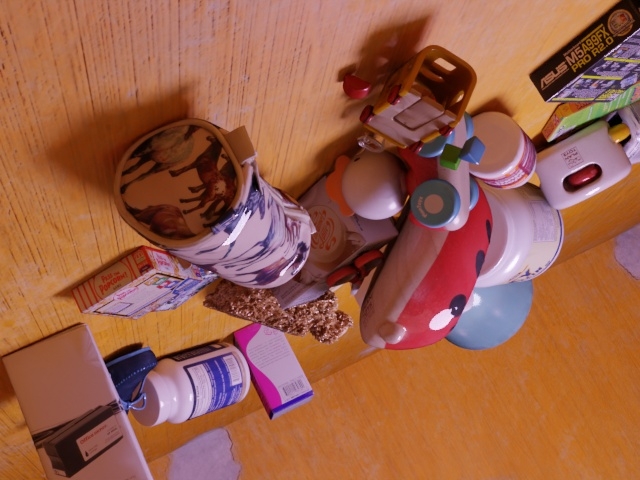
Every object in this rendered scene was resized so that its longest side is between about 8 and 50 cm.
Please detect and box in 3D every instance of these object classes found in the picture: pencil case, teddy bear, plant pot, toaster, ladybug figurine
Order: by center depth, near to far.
[{"bbox_3d":[-0.124,-0.037,1.390,0.184,0.159,0.410,-15,167,9],"label":"pencil case"},{"bbox_3d":[0.202,0.036,1.832,0.449,0.162,0.305,-63,179,-43],"label":"ladybug figurine"},{"bbox_3d":[-0.077,0.121,1.974,0.338,0.113,0.245,21,169,-34],"label":"teddy bear"},{"bbox_3d":[0.702,-0.249,2.217,0.147,0.129,0.227,-20,165,-20],"label":"toaster"},{"bbox_3d":[0.358,0.113,2.541,0.293,0.293,0.235,-33,150,19],"label":"plant pot"}]

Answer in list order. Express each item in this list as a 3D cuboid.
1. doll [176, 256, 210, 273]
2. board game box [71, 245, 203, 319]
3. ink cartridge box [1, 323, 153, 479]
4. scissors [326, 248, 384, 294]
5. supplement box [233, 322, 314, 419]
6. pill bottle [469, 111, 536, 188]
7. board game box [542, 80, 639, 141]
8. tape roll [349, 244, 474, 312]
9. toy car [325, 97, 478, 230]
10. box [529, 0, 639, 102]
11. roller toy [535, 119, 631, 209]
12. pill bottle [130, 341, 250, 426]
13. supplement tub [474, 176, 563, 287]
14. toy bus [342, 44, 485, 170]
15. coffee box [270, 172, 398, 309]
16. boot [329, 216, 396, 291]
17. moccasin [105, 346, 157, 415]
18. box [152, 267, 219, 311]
[{"bbox_3d":[-0.161,0.019,1.730,0.129,0.046,0.189,-33,164,23],"label":"doll"},{"bbox_3d":[-0.300,0.075,1.672,0.147,0.045,0.193,-30,165,10],"label":"board game box"},{"bbox_3d":[-0.418,0.386,1.830,0.166,0.394,0.285,-22,164,-15],"label":"ink cartridge box"},{"bbox_3d":[0.079,0.064,1.829,0.109,0.021,0.297,-33,166,5],"label":"scissors"},{"bbox_3d":[-0.117,0.307,2.437,0.111,0.220,0.114,-24,166,-14],"label":"supplement box"},{"bbox_3d":[0.334,-0.160,1.867,0.121,0.121,0.221,-32,164,15],"label":"pill bottle"},{"bbox_3d":[0.586,-0.287,2.063,0.260,0.039,0.124,-22,165,-11],"label":"board game box"},{"bbox_3d":[0.202,0.090,2.235,0.169,0.246,0.246,-35,164,27],"label":"tape roll"},{"bbox_3d":[0.116,-0.115,1.611,0.238,0.210,0.219,-3,-173,18],"label":"toy car"},{"bbox_3d":[0.522,-0.327,1.768,0.270,0.060,0.216,-9,157,-49],"label":"box"},{"bbox_3d":[0.554,-0.169,2.159,0.191,0.146,0.209,-30,-179,-27],"label":"roller toy"},{"bbox_3d":[-0.305,0.334,2.324,0.265,0.153,0.153,-11,158,-45],"label":"pill bottle"},{"bbox_3d":[0.372,-0.019,2.186,0.235,0.235,0.325,-36,163,27],"label":"supplement tub"},{"bbox_3d":[0.134,-0.198,1.407,0.104,0.202,0.191,-65,150,-16],"label":"toy bus"},{"bbox_3d":[0.000,0.000,1.774,0.098,0.141,0.246,-15,162,-47],"label":"coffee box"},{"bbox_3d":[0.010,0.031,1.969,0.262,0.095,0.203,-38,165,23],"label":"boot"},{"bbox_3d":[-0.446,0.341,2.161,0.138,0.116,0.342,-11,158,-48],"label":"moccasin"},{"bbox_3d":[-0.253,0.085,1.825,0.137,0.027,0.094,-35,163,26],"label":"box"}]
